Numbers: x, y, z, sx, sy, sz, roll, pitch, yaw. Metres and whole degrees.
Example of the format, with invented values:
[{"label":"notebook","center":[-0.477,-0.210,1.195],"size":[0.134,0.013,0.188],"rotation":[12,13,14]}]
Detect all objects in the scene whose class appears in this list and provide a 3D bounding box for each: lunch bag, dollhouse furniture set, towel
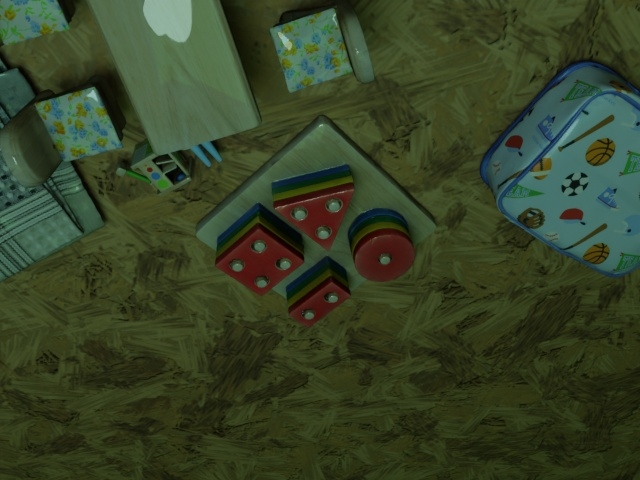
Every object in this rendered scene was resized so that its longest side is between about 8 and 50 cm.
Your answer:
[{"label":"lunch bag","center":[0.396,-0.092,0.891],"size":[0.303,0.115,0.243],"rotation":[24,120,-24]},{"label":"dollhouse furniture set","center":[-0.169,-0.250,0.545],"size":[0.361,0.257,0.395],"rotation":[-15,120,5]},{"label":"towel","center":[-0.454,-0.051,0.756],"size":[0.324,0.056,0.312],"rotation":[-34,131,-17]}]

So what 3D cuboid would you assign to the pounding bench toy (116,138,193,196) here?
[{"label":"pounding bench toy","center":[-0.215,-0.092,0.843],"size":[0.083,0.052,0.065],"rotation":[-26,128,14]}]

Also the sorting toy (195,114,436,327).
[{"label":"sorting toy","center":[0.000,0.000,0.924],"size":[0.255,0.089,0.257],"rotation":[-38,124,22]}]

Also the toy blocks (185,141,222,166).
[{"label":"toy blocks","center":[-0.143,-0.167,0.790],"size":[0.123,0.054,0.148],"rotation":[-27,128,15]}]
